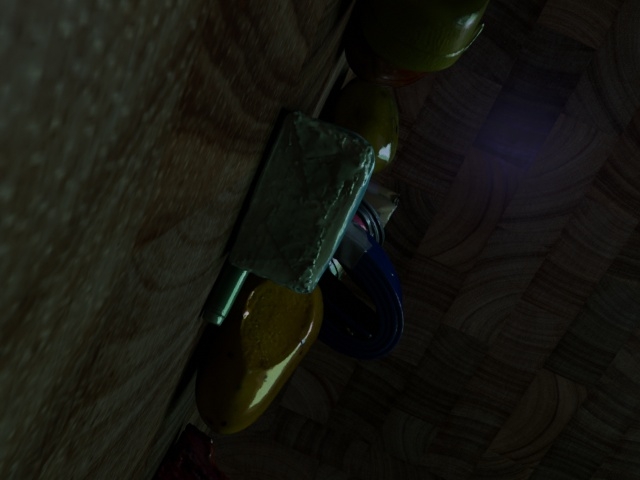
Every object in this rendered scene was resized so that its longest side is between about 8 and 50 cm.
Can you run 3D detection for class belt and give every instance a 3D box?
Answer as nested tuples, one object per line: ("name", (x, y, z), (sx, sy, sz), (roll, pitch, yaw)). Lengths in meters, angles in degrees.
("belt", (0.033, 0.081, 1.067), (0.212, 0.347, 0.117), (-38, -169, 21))

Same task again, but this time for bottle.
("bottle", (-0.116, 0.063, 0.643), (0.030, 0.030, 0.083), (117, -3, -74))

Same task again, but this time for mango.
("mango", (-0.102, 0.169, 0.825), (0.191, 0.159, 0.291), (-51, -172, 51))
("mango", (0.082, -0.265, 1.157), (0.176, 0.176, 0.330), (-34, -149, 12))

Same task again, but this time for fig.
("fig", (0.150, -0.329, 0.874), (0.175, 0.207, 0.175), (-62, -171, 18))

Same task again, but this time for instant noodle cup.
("instant noodle cup", (0.000, 0.000, 1.265), (0.258, 0.303, 0.182), (-8, -144, 52))

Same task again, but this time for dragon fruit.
("dragon fruit", (-0.252, 0.492, 0.939), (0.240, 0.301, 0.331), (63, 25, -50))

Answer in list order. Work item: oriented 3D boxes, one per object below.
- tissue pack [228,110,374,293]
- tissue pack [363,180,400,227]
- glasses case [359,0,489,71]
("tissue pack", (-0.014, -0.060, 0.700), (0.202, 0.124, 0.271), (-62, -178, 12))
("tissue pack", (0.060, -0.087, 1.451), (0.123, 0.256, 0.215), (-73, -171, -60))
("glasses case", (0.164, -0.392, 0.731), (0.372, 0.173, 0.141), (-64, 179, -26))
